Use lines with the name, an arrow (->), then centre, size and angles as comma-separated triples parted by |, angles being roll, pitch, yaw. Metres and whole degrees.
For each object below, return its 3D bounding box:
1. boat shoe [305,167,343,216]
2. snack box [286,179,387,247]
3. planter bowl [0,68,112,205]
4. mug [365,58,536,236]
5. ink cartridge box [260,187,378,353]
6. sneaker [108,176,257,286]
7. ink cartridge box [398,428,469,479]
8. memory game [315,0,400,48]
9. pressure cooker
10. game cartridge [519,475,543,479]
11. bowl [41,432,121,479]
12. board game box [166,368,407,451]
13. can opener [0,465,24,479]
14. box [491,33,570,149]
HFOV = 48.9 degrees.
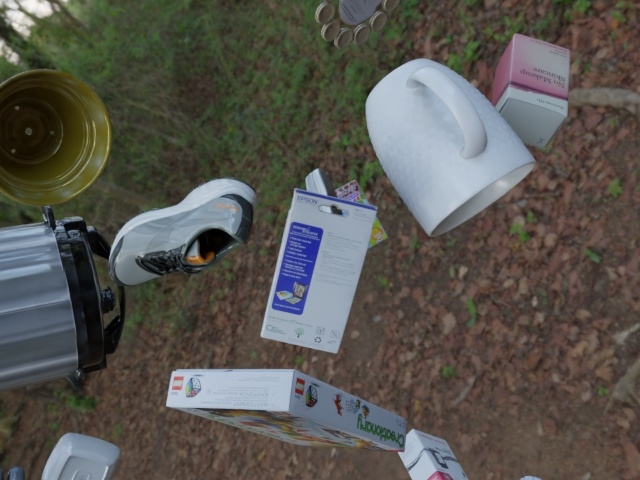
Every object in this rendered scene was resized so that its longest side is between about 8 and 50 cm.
boat shoe -> 0.001, 0.001, 1.568 | 0.118, 0.103, 0.320 | -20, -79, -78
snack box -> 0.044, -0.034, 1.829 | 0.207, 0.174, 0.070 | -29, 5, 6
planter bowl -> -0.457, -0.170, 1.138 | 0.090, 0.217, 0.217 | 21, 84, 44
mug -> 0.255, -0.228, 1.488 | 0.276, 0.328, 0.374 | -32, -12, -5
ink cartridge box -> -0.005, 0.056, 1.382 | 0.065, 0.165, 0.332 | -82, 6, -66
sneaker -> -0.212, 0.006, 1.035 | 0.272, 0.100, 0.108 | -27, 47, 24
ink cartridge box -> 0.236, 0.471, 1.448 | 0.063, 0.109, 0.150 | -52, 34, 16
memory game -> 0.066, -0.395, 1.138 | 0.012, 0.186, 0.186 | 46, 112, 30
pressure cooker -> -0.654, 0.148, 1.589 | 0.375, 0.421, 0.370 | 63, 151, 30
game cartridge -> 0.278, 0.470, 0.913 | 0.060, 0.196, 0.294 | 4, 67, 27
bowl -> -0.508, 0.491, 1.495 | 0.142, 0.142, 0.053 | -63, 20, 5
board game box -> -0.034, 0.236, 0.964 | 0.193, 0.305, 0.053 | -7, 64, 33
can opener -> -0.635, 0.510, 1.385 | 0.280, 0.074, 0.093 | -56, 38, 43
box -> 0.500, -0.358, 1.683 | 0.127, 0.149, 0.232 | 109, 177, -56
